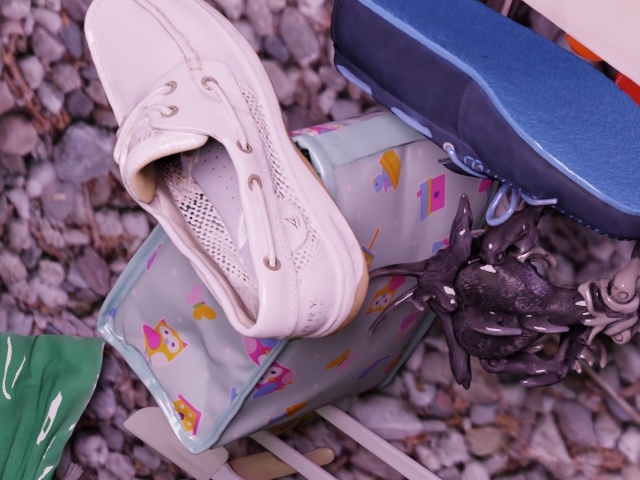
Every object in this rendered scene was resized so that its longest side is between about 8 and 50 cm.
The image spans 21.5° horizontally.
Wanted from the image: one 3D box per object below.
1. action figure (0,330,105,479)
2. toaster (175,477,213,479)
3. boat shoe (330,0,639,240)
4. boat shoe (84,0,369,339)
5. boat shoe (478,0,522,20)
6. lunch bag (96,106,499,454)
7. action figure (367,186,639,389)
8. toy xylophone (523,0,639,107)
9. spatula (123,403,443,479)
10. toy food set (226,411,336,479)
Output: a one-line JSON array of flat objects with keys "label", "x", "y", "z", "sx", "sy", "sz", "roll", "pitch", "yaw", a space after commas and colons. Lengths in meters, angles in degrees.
[{"label": "action figure", "x": -0.253, "y": 0.198, "z": 1.463, "sx": 0.137, "sy": 0.063, "sz": 0.232, "roll": -1, "pitch": 72, "yaw": 37}, {"label": "toaster", "x": -0.152, "y": 0.311, "z": 1.477, "sx": 0.168, "sy": 0.110, "sz": 0.185, "roll": -12, "pitch": 101, "yaw": 37}, {"label": "boat shoe", "x": 0.112, "y": -0.080, "z": 1.043, "sx": 0.258, "sy": 0.109, "sz": 0.089, "roll": 45, "pitch": 140, "yaw": 28}, {"label": "boat shoe", "x": -0.078, "y": -0.057, "z": 1.024, "sx": 0.277, "sy": 0.096, "sz": 0.098, "roll": 54, "pitch": 128, "yaw": 23}, {"label": "boat shoe", "x": 0.132, "y": -0.260, "z": 1.089, "sx": 0.335, "sy": 0.096, "sz": 0.112, "roll": -60, "pitch": 37, "yaw": 30}, {"label": "lunch bag", "x": 0.000, "y": 0.000, "z": 1.179, "sx": 0.160, "sy": 0.223, "sz": 0.262, "roll": 49, "pitch": 128, "yaw": 21}, {"label": "action figure", "x": 0.172, "y": 0.022, "z": 1.118, "sx": 0.276, "sy": 0.141, "sz": 0.164, "roll": 3, "pitch": 122, "yaw": 7}, {"label": "toy xylophone", "x": 0.196, "y": -0.201, "z": 0.983, "sx": 0.323, "sy": 0.081, "sz": 0.236, "roll": 40, "pitch": 125, "yaw": -19}, {"label": "spatula", "x": -0.023, "y": 0.172, "z": 1.344, "sx": 0.242, "sy": 0.019, "sz": 0.168, "roll": 36, "pitch": 123, "yaw": -6}, {"label": "toy food set", "x": -0.060, "y": 0.102, "z": 1.382, "sx": 0.132, "sy": 0.038, "sz": 0.192, "roll": -16, "pitch": 96, "yaw": 26}]
